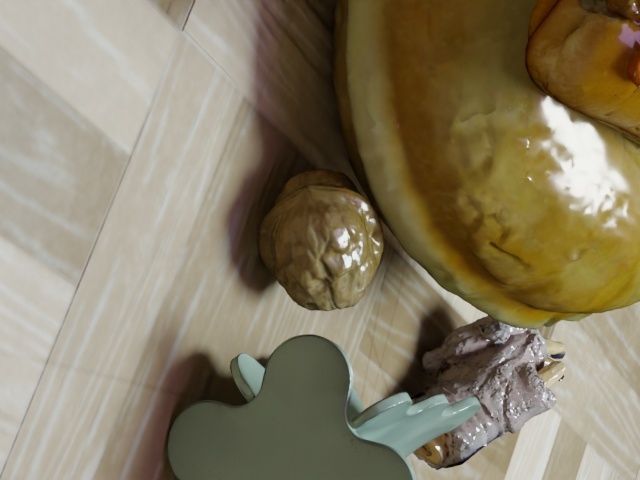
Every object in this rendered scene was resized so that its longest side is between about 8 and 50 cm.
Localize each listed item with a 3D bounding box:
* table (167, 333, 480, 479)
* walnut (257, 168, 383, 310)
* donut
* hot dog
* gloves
[{"bbox_3d":[0.017,0.149,1.156,0.198,0.166,0.166,15,87,-67],"label":"table"},{"bbox_3d":[0.000,0.000,1.144,0.079,0.082,0.096,-94,173,-46],"label":"walnut"},{"bbox_3d":[0.176,-0.157,1.237,0.449,0.198,0.449,-10,104,-46],"label":"donut"},{"bbox_3d":[0.259,-0.123,1.100,0.349,0.117,0.158,19,85,-48],"label":"hot dog"},{"bbox_3d":[0.124,0.113,1.370,0.094,0.110,0.144,48,45,-2],"label":"gloves"}]
